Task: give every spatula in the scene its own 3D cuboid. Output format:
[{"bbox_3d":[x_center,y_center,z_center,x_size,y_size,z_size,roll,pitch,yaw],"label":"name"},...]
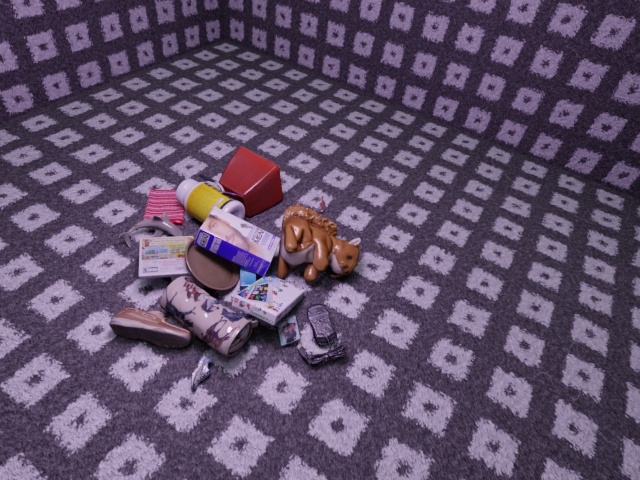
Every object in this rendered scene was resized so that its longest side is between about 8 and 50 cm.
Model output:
[{"bbox_3d":[-0.512,-0.275,2.054,0.296,0.030,0.084,32,11,27],"label":"spatula"}]

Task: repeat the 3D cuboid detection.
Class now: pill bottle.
[{"bbox_3d":[-0.562,-0.180,2.073,0.334,0.188,0.188,30,49,19],"label":"pill bottle"}]

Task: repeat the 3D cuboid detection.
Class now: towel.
[{"bbox_3d":[-0.810,-0.177,2.144,0.198,0.031,0.275,-1,46,-11],"label":"towel"}]

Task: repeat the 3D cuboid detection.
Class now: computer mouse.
[{"bbox_3d":[-0.018,0.395,1.698,0.184,0.060,0.262,-20,54,-14],"label":"computer mouse"}]

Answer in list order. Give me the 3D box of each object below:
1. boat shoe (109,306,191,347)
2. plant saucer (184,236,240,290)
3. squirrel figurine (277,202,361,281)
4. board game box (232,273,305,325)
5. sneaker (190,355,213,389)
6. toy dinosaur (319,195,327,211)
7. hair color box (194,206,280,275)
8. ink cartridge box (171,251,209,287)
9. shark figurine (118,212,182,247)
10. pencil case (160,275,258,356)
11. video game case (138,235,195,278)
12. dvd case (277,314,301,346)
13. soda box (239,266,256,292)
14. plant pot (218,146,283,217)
[{"bbox_3d":[-0.657,0.330,1.614,0.324,0.123,0.116,14,44,3],"label":"boat shoe"},{"bbox_3d":[-0.483,0.104,1.823,0.278,0.041,0.278,34,35,-27],"label":"plant saucer"},{"bbox_3d":[0.000,0.000,1.939,0.370,0.281,0.397,7,48,-11],"label":"squirrel figurine"},{"bbox_3d":[-0.209,0.238,1.723,0.193,0.053,0.305,23,18,14],"label":"board game box"},{"bbox_3d":[-0.442,0.496,1.532,0.058,0.052,0.135,15,46,0],"label":"sneaker"},{"bbox_3d":[0.006,-0.197,2.267,0.047,0.090,0.082,-10,15,2],"label":"toy dinosaur"},{"bbox_3d":[-0.368,0.002,1.850,0.338,0.110,0.185,25,37,-8],"label":"hair color box"},{"bbox_3d":[-0.582,0.114,1.858,0.139,0.082,0.191,4,47,-5],"label":"ink cartridge box"},{"bbox_3d":[-0.816,-0.077,1.962,0.278,0.116,0.166,-8,68,-22],"label":"shark figurine"},{"bbox_3d":[-0.454,0.293,1.638,0.410,0.160,0.183,29,34,22],"label":"pencil case"},{"bbox_3d":[-0.668,0.070,1.791,0.227,0.026,0.206,-3,52,-18],"label":"video game case"},{"bbox_3d":[-0.133,0.373,1.701,0.087,0.013,0.119,-21,46,5],"label":"dvd case"},{"bbox_3d":[-0.332,0.145,1.878,0.071,0.067,0.210,1,46,-10],"label":"soda box"},{"bbox_3d":[-0.383,-0.286,2.176,0.267,0.267,0.236,30,61,19],"label":"plant pot"}]
